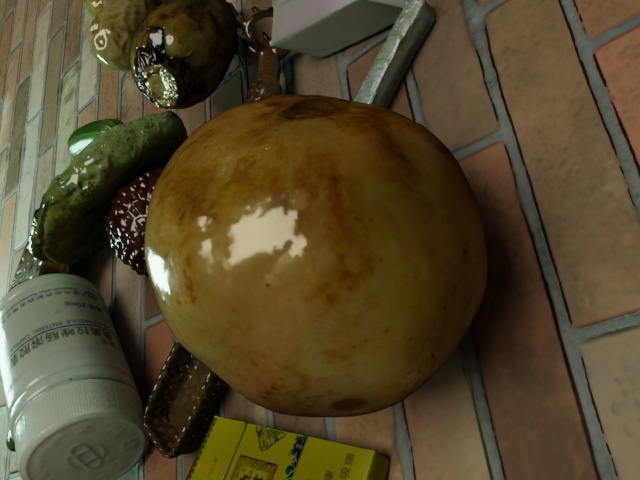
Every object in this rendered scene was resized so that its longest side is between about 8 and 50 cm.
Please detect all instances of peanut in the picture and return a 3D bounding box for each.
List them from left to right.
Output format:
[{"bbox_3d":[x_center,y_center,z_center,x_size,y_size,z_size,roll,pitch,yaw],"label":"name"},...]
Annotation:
[{"bbox_3d":[-0.423,-0.475,1.269,0.140,0.153,0.325,-40,45,33],"label":"peanut"}]

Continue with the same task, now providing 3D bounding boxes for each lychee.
[{"bbox_3d":[-0.221,-0.019,0.913,0.188,0.188,0.188,-16,65,39],"label":"lychee"}]

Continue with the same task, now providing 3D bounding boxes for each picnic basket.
[{"bbox_3d":[-0.186,0.212,0.875,0.110,0.055,0.193,35,100,43],"label":"picnic basket"}]

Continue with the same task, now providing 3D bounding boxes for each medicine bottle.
[{"bbox_3d":[-0.415,0.225,0.991,0.190,0.190,0.332,-54,47,16],"label":"medicine bottle"}]

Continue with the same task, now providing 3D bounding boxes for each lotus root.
[{"bbox_3d":[-0.215,-0.315,0.983,0.169,0.142,0.314,-61,5,41],"label":"lotus root"}]

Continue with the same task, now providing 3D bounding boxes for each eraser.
[{"bbox_3d":[0.037,-0.476,0.880,0.213,0.082,0.396,-13,68,41],"label":"eraser"}]

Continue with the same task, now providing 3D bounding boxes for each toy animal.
[{"bbox_3d":[-0.099,-0.210,0.917,0.243,0.087,0.260,-48,52,18],"label":"toy animal"}]

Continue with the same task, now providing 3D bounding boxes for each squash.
[{"bbox_3d":[-0.470,-0.216,1.282,0.219,0.068,0.077,2,62,44],"label":"squash"}]

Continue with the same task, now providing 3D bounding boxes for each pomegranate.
[{"bbox_3d":[-0.005,0.022,0.609,0.338,0.338,0.337,-16,65,39],"label":"pomegranate"}]

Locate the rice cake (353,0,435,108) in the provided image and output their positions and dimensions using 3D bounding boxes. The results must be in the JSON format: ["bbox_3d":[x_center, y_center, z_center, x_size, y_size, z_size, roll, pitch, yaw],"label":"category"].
[{"bbox_3d":[0.086,-0.212,0.772,0.034,0.043,0.210,33,99,37],"label":"rice cake"}]

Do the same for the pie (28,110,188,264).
[{"bbox_3d":[-0.323,-0.083,0.976,0.070,0.323,0.323,46,113,5],"label":"pie"}]

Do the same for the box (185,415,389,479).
[{"bbox_3d":[-0.059,0.301,0.705,0.279,0.041,0.153,-4,54,42],"label":"box"}]

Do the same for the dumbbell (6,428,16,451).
[{"bbox_3d":[-0.490,0.352,1.071,0.052,0.118,0.046,5,76,46],"label":"dumbbell"}]

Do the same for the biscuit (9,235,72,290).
[{"bbox_3d":[-0.546,0.015,1.233,0.381,0.074,0.358,-28,49,42],"label":"biscuit"}]
